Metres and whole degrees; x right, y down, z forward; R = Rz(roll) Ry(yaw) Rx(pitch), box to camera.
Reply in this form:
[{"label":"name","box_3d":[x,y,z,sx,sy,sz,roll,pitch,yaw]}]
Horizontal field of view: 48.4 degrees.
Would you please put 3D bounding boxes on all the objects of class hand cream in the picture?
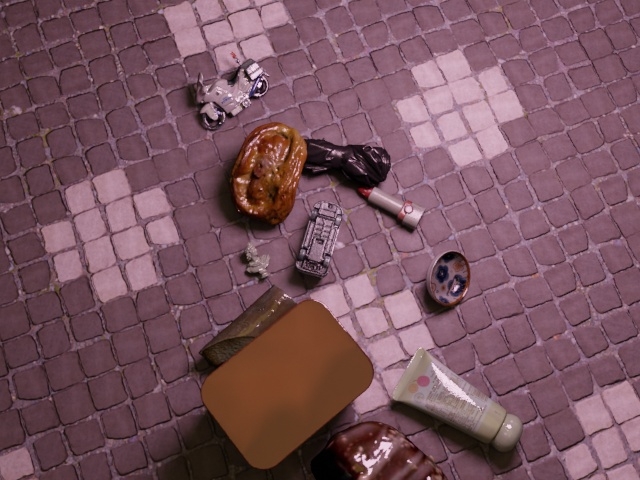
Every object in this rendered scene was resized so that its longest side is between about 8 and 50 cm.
[{"label":"hand cream","box_3d":[0.334,0.394,1.706,0.305,0.093,0.147,31,73,8]}]

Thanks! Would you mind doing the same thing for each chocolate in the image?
[{"label":"chocolate","box_3d":[0.161,0.547,1.595,0.340,0.225,0.210,45,64,9]}]

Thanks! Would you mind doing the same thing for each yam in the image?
[{"label":"yam","box_3d":[-0.168,0.217,1.727,0.259,0.106,0.106,-43,80,-14]}]

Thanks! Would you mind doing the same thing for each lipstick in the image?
[{"label":"lipstick","box_3d":[0.178,-0.098,1.860,0.186,0.057,0.063,28,75,8]}]

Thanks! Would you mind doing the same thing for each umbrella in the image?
[{"label":"umbrella","box_3d":[0.016,-0.223,1.864,0.340,0.118,0.118,14,74,3]}]

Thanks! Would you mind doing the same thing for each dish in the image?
[{"label":"dish","box_3d":[0.305,0.091,1.808,0.141,0.078,0.141,-4,97,-34]}]

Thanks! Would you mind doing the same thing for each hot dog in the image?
[{"label":"hot dog","box_3d":[-0.130,-0.173,1.796,0.175,0.114,0.259,17,94,12]}]

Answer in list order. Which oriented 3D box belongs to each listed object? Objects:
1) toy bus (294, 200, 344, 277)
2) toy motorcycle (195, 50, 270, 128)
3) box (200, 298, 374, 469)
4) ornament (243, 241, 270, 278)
[{"label":"toy bus","box_3d":[0.000,0.000,1.805,0.087,0.089,0.194,15,74,3]},{"label":"toy motorcycle","box_3d":[-0.248,-0.412,1.914,0.221,0.102,0.150,-38,100,-9]},{"label":"box","box_3d":[-0.072,0.334,1.633,0.339,0.229,0.239,-38,78,-12]},{"label":"ornament","box_3d":[-0.161,0.054,1.809,0.092,0.041,0.068,34,81,-3]}]
